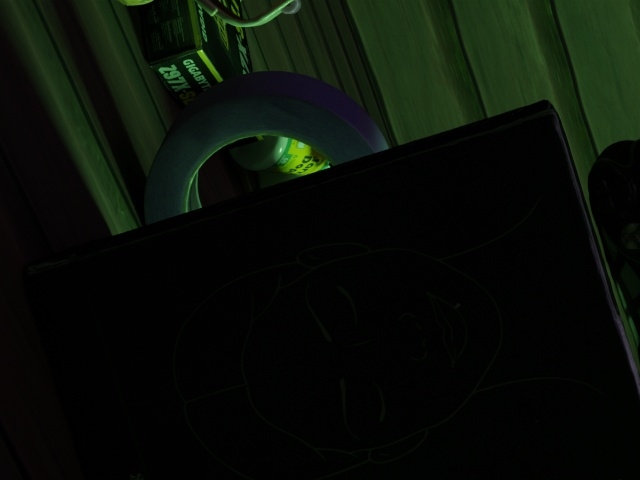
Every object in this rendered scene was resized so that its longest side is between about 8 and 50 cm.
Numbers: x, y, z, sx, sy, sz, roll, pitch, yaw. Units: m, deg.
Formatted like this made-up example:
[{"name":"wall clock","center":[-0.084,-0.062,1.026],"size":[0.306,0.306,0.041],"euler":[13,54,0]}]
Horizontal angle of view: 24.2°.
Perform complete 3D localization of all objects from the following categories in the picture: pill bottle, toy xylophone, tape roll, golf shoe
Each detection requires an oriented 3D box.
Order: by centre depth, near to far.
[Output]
[{"name":"golf shoe","center":[0.304,0.042,1.279],"size":[0.120,0.105,0.273],"euler":[-73,146,-85]},{"name":"tape roll","center":[-0.053,-0.045,1.653],"size":[0.090,0.274,0.275],"euler":[-81,153,-68]},{"name":"toy xylophone","center":[-0.161,-0.356,1.770],"size":[0.322,0.081,0.236],"euler":[40,8,-12]},{"name":"pill bottle","center":[-0.030,-0.153,2.162],"size":[0.208,0.117,0.118],"euler":[2,69,-50]}]

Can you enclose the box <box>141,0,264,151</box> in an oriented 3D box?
[{"name":"box","center":[-0.170,-0.315,2.005],"size":[0.257,0.079,0.322],"euler":[57,19,-62]}]

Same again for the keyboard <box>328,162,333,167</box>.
[{"name":"keyboard","center":[0.012,-0.025,2.046],"size":[0.317,0.033,0.202],"euler":[179,-72,-80]}]

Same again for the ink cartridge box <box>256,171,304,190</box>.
[{"name":"ink cartridge box","center":[-0.024,-0.047,2.322],"size":[0.208,0.086,0.153],"euler":[61,16,-46]}]

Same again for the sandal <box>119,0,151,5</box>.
[{"name":"sandal","center":[-0.222,-0.304,1.777],"size":[0.180,0.072,0.049],"euler":[-61,155,-81]}]

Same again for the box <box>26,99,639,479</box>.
[{"name":"box","center":[0.056,0.168,1.360],"size":[0.297,0.471,0.480],"euler":[-35,108,-80]}]
